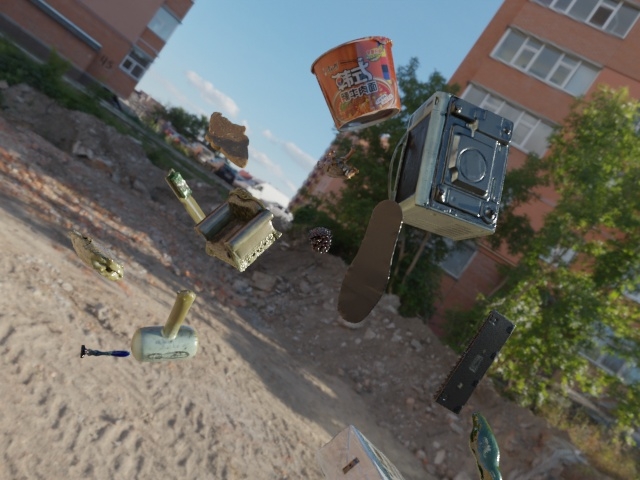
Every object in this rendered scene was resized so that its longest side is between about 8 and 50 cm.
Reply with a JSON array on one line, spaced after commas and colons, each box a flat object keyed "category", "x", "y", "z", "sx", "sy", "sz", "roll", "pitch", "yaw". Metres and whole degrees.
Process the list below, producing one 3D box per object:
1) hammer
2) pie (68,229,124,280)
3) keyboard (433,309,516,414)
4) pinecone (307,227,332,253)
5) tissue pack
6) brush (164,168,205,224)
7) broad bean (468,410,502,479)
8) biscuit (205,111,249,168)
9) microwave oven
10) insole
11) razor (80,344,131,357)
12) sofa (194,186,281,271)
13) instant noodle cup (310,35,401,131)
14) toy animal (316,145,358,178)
[{"category": "hammer", "x": -0.446, "y": 0.252, "z": 1.395, "sx": 0.201, "sy": 0.306, "sz": 0.113, "roll": 2, "pitch": 42, "yaw": -35}, {"category": "pie", "x": -0.628, "y": 0.038, "z": 1.284, "sx": 0.282, "sy": 0.068, "sz": 0.129, "roll": 25, "pitch": -19, "yaw": 49}, {"category": "keyboard", "x": 0.444, "y": 0.351, "z": 1.343, "sx": 0.106, "sy": 0.317, "sz": 0.027, "roll": 35, "pitch": -1, "yaw": -14}, {"category": "pinecone", "x": 0.000, "y": 0.000, "z": 1.418, "sx": 0.077, "sy": 0.077, "sz": 0.083, "roll": -145, "pitch": -136, "yaw": -67}, {"category": "tissue pack", "x": 0.086, "y": 0.489, "z": 0.869, "sx": 0.229, "sy": 0.145, "sz": 0.159, "roll": 53, "pitch": -3, "yaw": -38}, {"category": "brush", "x": -0.513, "y": -0.163, "z": 1.795, "sx": 0.048, "sy": 0.054, "sz": 0.282, "roll": 14, "pitch": -32, "yaw": 25}, {"category": "broad bean", "x": 0.309, "y": 0.419, "z": 0.864, "sx": 0.061, "sy": 0.196, "sz": 0.046, "roll": -10, "pitch": -39, "yaw": 34}, {"category": "biscuit", "x": -0.318, "y": -0.351, "z": 1.617, "sx": 0.250, "sy": 0.162, "sz": 0.035, "roll": 61, "pitch": -32, "yaw": 20}, {"category": "microwave oven", "x": 0.432, "y": -0.238, "z": 1.535, "sx": 0.332, "sy": 0.395, "sz": 0.247, "roll": 17, "pitch": -12, "yaw": -17}, {"category": "insole", "x": 0.128, "y": 0.055, "z": 1.161, "sx": 0.111, "sy": 0.328, "sz": 0.007, "roll": 21, "pitch": 5, "yaw": 18}, {"category": "razor", "x": -0.706, "y": 0.371, "z": 1.518, "sx": 0.154, "sy": 0.044, "sz": 0.028, "roll": 7, "pitch": -2, "yaw": -14}, {"category": "sofa", "x": -0.290, "y": -0.045, "z": 1.534, "sx": 0.258, "sy": 0.200, "sz": 0.182, "roll": 22, "pitch": -31, "yaw": 46}, {"category": "instant noodle cup", "x": 0.116, "y": -0.439, "z": 1.333, "sx": 0.250, "sy": 0.250, "sz": 0.192, "roll": -149, "pitch": -138, "yaw": -89}, {"category": "toy animal", "x": 0.046, "y": -0.264, "z": 1.672, "sx": 0.255, "sy": 0.116, "sz": 0.114, "roll": 14, "pitch": -52, "yaw": 63}]
